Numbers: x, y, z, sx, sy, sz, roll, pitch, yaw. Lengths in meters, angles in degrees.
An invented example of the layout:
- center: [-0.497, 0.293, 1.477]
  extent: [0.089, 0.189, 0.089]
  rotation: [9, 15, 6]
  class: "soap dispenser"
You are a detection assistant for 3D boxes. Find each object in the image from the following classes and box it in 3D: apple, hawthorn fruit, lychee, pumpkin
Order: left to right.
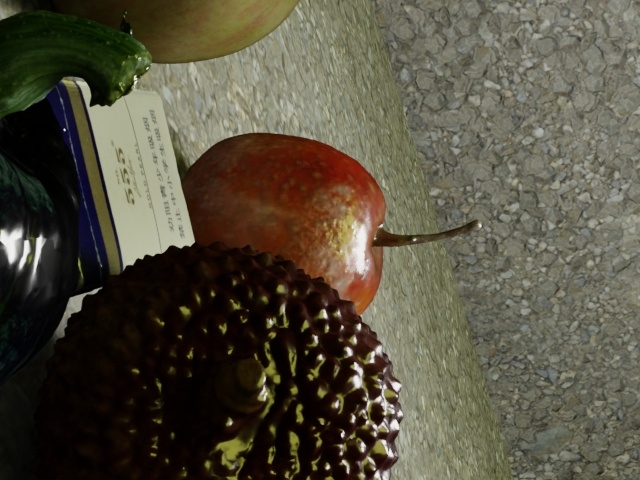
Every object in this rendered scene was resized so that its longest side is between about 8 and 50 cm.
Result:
- center: [-0.197, -0.047, 0.575]
  extent: [0.248, 0.248, 0.248]
  rotation: [-12, 90, -75]
  class: "pumpkin"
- center: [-0.137, -0.281, 1.031]
  extent: [0.257, 0.233, 0.257]
  rotation: [-10, 90, -73]
  class: "apple"
- center: [-0.080, 0.140, 0.857]
  extent: [0.304, 0.275, 0.276]
  rotation: [114, -28, -65]
  class: "lychee"
- center: [-0.040, -0.004, 1.200]
  extent: [0.231, 0.263, 0.235]
  rotation: [54, 47, -8]
  class: "hawthorn fruit"

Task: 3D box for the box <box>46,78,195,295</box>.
- center: [-0.188, -0.044, 0.962]
  extent: [0.259, 0.071, 0.168]
  rotation: [-15, 92, -75]
  class: "box"
